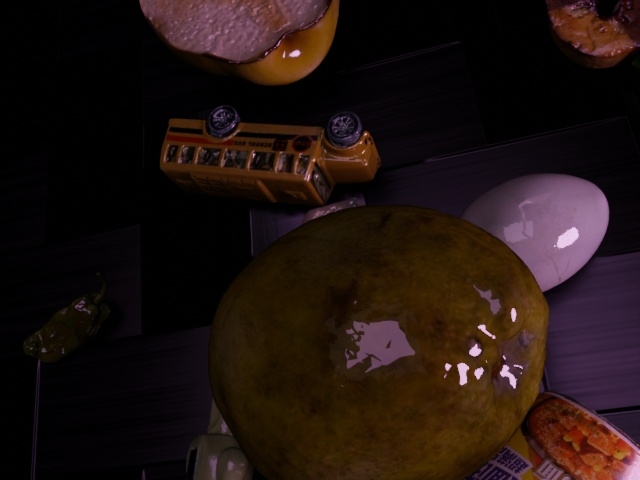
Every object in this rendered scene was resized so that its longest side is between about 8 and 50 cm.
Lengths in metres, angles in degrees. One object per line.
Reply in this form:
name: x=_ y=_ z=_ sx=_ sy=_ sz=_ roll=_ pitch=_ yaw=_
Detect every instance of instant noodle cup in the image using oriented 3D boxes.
instant noodle cup: x=0.263 y=0.286 z=0.627 sx=0.174 sy=0.213 sz=0.213 roll=-45 pitch=66 yaw=-11

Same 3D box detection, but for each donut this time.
donut: x=0.422 y=-0.343 z=0.844 sx=0.166 sy=0.073 sz=0.184 roll=-22 pitch=69 yaw=7

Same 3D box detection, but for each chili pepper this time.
chili pepper: x=-0.396 y=0.132 z=0.927 sx=0.204 sy=0.073 sz=0.072 roll=-35 pitch=84 yaw=15

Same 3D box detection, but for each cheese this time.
cheese: x=-0.002 y=-0.006 z=0.870 sx=0.171 sy=0.047 sz=0.092 roll=-22 pitch=67 yaw=9

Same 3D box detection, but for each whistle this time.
whistle: x=-0.128 y=0.333 z=0.772 sx=0.141 sy=0.141 sz=0.294 roll=6 pitch=57 yaw=18

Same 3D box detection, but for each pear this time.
pear: x=-0.111 y=-0.414 z=0.954 sx=0.340 sy=0.191 sz=0.387 roll=-30 pitch=70 yaw=6
pear: x=0.051 y=0.128 z=0.654 sx=0.413 sy=0.352 sz=0.352 roll=-8 pitch=67 yaw=49

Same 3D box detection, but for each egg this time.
egg: x=0.273 y=-0.010 z=0.736 sx=0.209 sy=0.151 sz=0.151 roll=-28 pitch=67 yaw=4

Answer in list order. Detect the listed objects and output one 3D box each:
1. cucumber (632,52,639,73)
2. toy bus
cucumber: x=0.586 y=-0.250 z=0.777 sx=0.284 sy=0.056 sz=0.056 roll=4 pitch=74 yaw=13
toy bus: x=-0.081 y=-0.127 z=0.886 sx=0.335 sy=0.121 sz=0.123 roll=8 pitch=71 yaw=19
